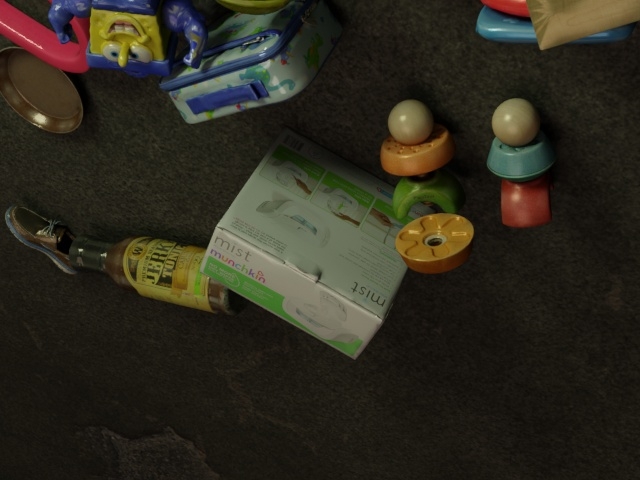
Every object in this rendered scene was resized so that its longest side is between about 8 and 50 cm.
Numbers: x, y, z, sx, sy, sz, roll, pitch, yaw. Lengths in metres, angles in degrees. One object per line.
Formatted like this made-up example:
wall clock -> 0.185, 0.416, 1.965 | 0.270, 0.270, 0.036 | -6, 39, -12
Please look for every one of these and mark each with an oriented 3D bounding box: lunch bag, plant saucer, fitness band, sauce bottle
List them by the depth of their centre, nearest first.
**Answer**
lunch bag -> -0.091, -0.235, 1.248 | 0.219, 0.176, 0.090 | -8, 129, 39
fitness band -> -0.431, -0.355, 1.397 | 0.291, 0.054, 0.209 | 34, 155, 5
plant saucer -> -0.451, -0.248, 1.577 | 0.168, 0.029, 0.168 | 18, 139, 16
sauce bottle -> -0.291, 0.052, 1.736 | 0.344, 0.111, 0.111 | 9, 137, 22

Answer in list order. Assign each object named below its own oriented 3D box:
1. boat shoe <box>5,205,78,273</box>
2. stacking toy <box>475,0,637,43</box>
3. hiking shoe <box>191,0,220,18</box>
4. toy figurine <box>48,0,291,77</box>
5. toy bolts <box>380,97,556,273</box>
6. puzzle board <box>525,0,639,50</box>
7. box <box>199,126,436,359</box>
boat shoe -> -0.510, -0.011, 1.851 | 0.066, 0.066, 0.183 | -23, 128, 40
stacking toy -> 0.235, -0.352, 0.958 | 0.165, 0.175, 0.302 | 6, 124, 23
hiking shoe -> -0.222, -0.325, 1.320 | 0.226, 0.086, 0.114 | 20, 150, 26
toy figurine -> -0.201, -0.293, 1.197 | 0.362, 0.191, 0.217 | 5, 142, -2
toy bolts -> 0.184, -0.087, 1.237 | 0.228, 0.218, 0.158 | -7, 125, 14
puzzle board -> 0.257, -0.244, 0.917 | 0.128, 0.011, 0.096 | -15, 102, 22
box -> 0.000, 0.000, 1.402 | 0.262, 0.231, 0.127 | 29, 141, 0
